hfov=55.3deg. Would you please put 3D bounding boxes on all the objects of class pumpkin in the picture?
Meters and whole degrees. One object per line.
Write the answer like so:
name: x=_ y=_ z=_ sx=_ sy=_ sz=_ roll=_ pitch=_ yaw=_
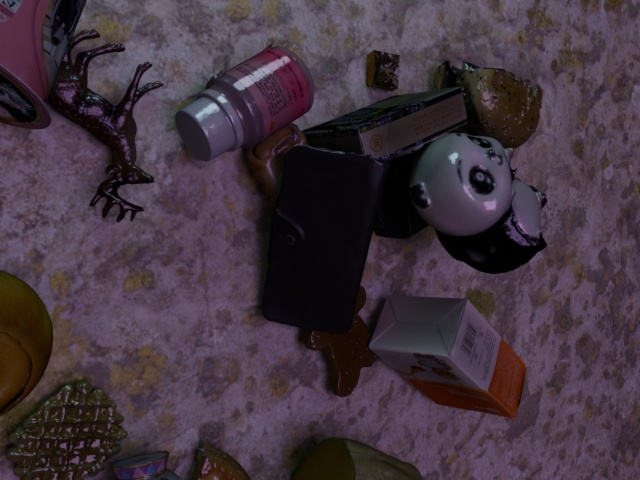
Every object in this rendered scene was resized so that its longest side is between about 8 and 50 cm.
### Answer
pumpkin: x=0.141 y=-0.377 z=1.360 sx=0.074 sy=0.054 sz=0.083 roll=-3 pitch=102 yaw=-33
pumpkin: x=0.044 y=0.555 z=1.240 sx=0.199 sy=0.332 sz=0.332 roll=44 pitch=68 yaw=-18

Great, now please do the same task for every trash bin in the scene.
trash bin: x=0.225 y=-0.121 z=1.420 sx=0.225 sy=0.115 sz=0.165 roll=-25 pitch=109 yaw=-37

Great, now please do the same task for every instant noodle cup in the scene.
instant noodle cup: x=-0.435 y=-0.320 z=0.840 sx=0.244 sy=0.244 sz=0.255 roll=32 pitch=66 yaw=-35

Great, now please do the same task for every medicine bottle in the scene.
medicine bottle: x=-0.136 y=-0.245 z=1.109 sx=0.247 sy=0.147 sz=0.147 roll=-39 pitch=116 yaw=-27

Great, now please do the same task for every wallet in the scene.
wallet: x=0.000 y=0.000 z=1.174 sx=0.197 sy=0.051 sz=0.378 roll=12 pitch=112 yaw=0

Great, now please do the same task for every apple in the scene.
apple: x=-0.490 y=0.147 z=0.839 sx=0.237 sy=0.207 sz=0.237 roll=-5 pitch=98 yaw=-34

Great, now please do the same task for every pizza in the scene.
pizza: x=-0.213 y=0.534 z=1.184 sx=0.197 sy=0.058 sz=0.292 roll=-29 pitch=110 yaw=-30

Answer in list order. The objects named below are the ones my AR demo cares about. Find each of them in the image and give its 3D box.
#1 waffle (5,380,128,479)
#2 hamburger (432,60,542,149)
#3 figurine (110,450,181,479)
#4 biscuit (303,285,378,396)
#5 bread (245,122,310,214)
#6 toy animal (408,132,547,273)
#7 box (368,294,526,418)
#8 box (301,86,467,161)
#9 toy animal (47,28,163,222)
waffle: x=-0.419 y=0.335 z=1.020 sx=0.183 sy=0.036 sz=0.169 roll=-41 pitch=119 yaw=-26
hamburger: x=0.408 y=-0.324 z=1.496 sx=0.288 sy=0.167 sz=0.192 roll=5 pitch=90 yaw=-38
figurine: x=-0.290 y=0.506 z=1.041 sx=0.142 sy=0.189 sz=0.263 roll=-1 pitch=77 yaw=-48
biscuit: x=0.037 y=0.181 z=1.343 sx=0.197 sy=0.049 sz=0.302 roll=-43 pitch=120 yaw=-36
bread: x=-0.059 y=-0.115 z=1.219 sx=0.134 sy=0.081 sz=0.225 roll=-35 pitch=116 yaw=-24
toy animal: x=0.317 y=-0.084 z=1.285 sx=0.310 sy=0.251 sz=0.251 roll=39 pitch=72 yaw=-25
box: x=0.306 y=0.274 z=1.426 sx=0.341 sy=0.225 sz=0.143 roll=44 pitch=59 yaw=-35
box: x=0.132 y=-0.235 z=1.278 sx=0.310 sy=0.198 sz=0.084 roll=-28 pitch=112 yaw=-33
toy animal: x=-0.357 y=-0.184 z=1.000 sx=0.243 sy=0.087 sz=0.260 roll=32 pitch=77 yaw=-21
